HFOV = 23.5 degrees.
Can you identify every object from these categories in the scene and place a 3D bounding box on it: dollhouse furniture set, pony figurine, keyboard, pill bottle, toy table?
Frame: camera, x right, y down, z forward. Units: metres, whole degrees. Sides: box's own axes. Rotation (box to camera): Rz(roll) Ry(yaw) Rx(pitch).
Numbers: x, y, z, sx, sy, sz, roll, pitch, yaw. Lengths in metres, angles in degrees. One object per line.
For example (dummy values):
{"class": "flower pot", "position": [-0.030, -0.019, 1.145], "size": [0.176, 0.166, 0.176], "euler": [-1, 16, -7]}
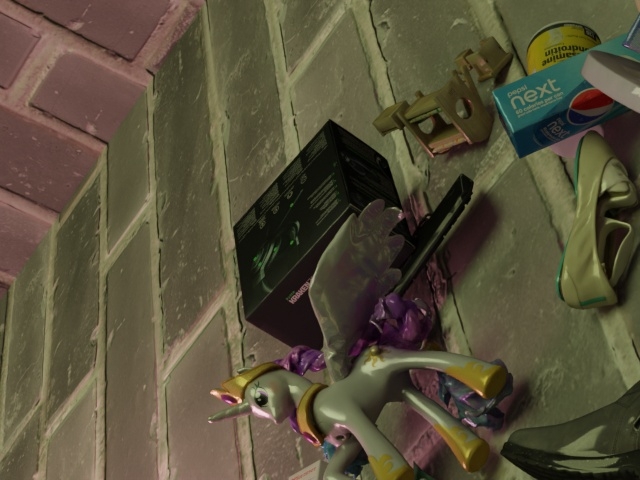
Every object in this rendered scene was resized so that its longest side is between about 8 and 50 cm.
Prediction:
{"class": "dollhouse furniture set", "position": [0.204, -0.210, 2.367], "size": [0.161, 0.101, 0.182], "euler": [-47, 15, -27]}
{"class": "pony figurine", "position": [0.068, 0.171, 1.985], "size": [0.363, 0.302, 0.351], "euler": [25, 60, 42]}
{"class": "keyboard", "position": [0.128, 0.040, 2.242], "size": [0.317, 0.033, 0.201], "euler": [-55, 6, 15]}
{"class": "pill bottle", "position": [0.330, -0.199, 2.036], "size": [0.103, 0.103, 0.184], "euler": [-44, 31, 37]}
{"class": "toy table", "position": [0.426, -0.214, 1.724], "size": [0.274, 0.252, 0.160], "euler": [34, 112, 40]}

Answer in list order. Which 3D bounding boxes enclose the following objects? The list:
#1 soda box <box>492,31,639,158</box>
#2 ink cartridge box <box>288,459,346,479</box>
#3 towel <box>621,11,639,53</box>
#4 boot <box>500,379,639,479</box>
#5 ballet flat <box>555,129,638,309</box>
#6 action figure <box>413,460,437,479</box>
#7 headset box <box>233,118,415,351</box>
{"class": "soda box", "position": [0.327, -0.185, 1.921], "size": [0.210, 0.067, 0.071], "euler": [-24, 59, 3]}
{"class": "ink cartridge box", "position": [-0.012, 0.387, 2.204], "size": [0.088, 0.052, 0.122], "euler": [-37, 34, 46]}
{"class": "towel", "position": [0.485, -0.232, 1.586], "size": [0.209, 0.285, 0.034], "euler": [-64, -11, 2]}
{"class": "boot", "position": [0.354, 0.167, 1.637], "size": [0.338, 0.118, 0.222], "euler": [-4, 59, 51]}
{"class": "ballet flat", "position": [0.349, -0.028, 1.877], "size": [0.086, 0.086, 0.248], "euler": [-27, 44, 54]}
{"class": "action figure", "position": [0.138, 0.350, 1.933], "size": [0.232, 0.063, 0.137], "euler": [3, 65, 61]}
{"class": "headset box", "position": [0.000, 0.000, 2.295], "size": [0.246, 0.131, 0.283], "euler": [-48, 26, 19]}
